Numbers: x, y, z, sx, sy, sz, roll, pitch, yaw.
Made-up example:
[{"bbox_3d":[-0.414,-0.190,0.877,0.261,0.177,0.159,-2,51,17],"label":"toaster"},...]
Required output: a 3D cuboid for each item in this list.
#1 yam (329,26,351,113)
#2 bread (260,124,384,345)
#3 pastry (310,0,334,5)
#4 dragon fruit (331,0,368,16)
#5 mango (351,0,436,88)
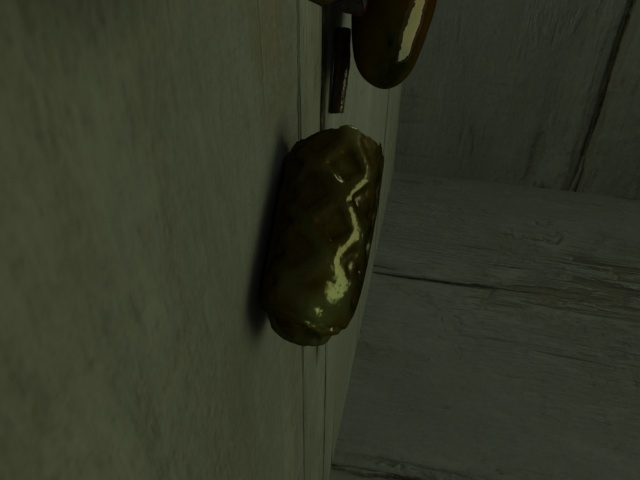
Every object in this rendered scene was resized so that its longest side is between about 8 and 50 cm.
[{"bbox_3d":[0.035,-0.292,1.034,0.032,0.032,0.145,-63,160,-64],"label":"yam"},{"bbox_3d":[0.000,0.000,0.759,0.152,0.130,0.267,80,21,-77],"label":"bread"},{"bbox_3d":[0.035,-0.262,0.273,0.315,0.285,0.184,-58,-171,2],"label":"pastry"},{"bbox_3d":[0.039,-0.381,0.886,0.083,0.060,0.056,63,33,-57],"label":"dragon fruit"},{"bbox_3d":[0.116,-0.376,0.983,0.175,0.139,0.254,-32,134,-78],"label":"mango"}]
